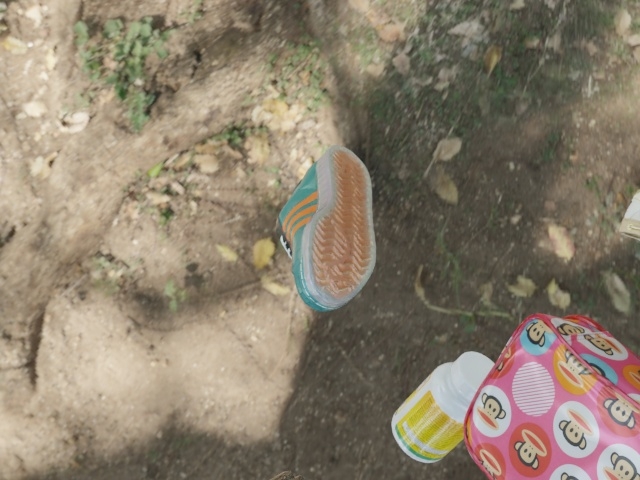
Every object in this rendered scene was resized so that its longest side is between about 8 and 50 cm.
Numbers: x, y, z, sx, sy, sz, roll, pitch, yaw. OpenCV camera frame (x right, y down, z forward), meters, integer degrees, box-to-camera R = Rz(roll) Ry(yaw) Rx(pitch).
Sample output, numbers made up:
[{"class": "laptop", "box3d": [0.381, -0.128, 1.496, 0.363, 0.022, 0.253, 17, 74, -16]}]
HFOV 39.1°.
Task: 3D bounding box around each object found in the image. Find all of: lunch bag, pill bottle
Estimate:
[{"class": "lunch bag", "box3d": [0.303, 0.255, 1.051, 0.293, 0.120, 0.258, 48, 122, 42]}, {"class": "pill bottle", "box3d": [0.219, 0.283, 1.544, 0.117, 0.117, 0.208, 33, 130, -2]}]

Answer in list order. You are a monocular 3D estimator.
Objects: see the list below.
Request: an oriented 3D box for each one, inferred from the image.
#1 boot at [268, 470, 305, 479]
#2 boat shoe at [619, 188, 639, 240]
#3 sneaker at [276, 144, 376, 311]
[{"class": "boot", "box3d": [-0.029, 0.422, 1.334, 0.077, 0.198, 0.137, -27, 87, -3]}, {"class": "boat shoe", "box3d": [0.375, 0.010, 0.906, 0.063, 0.170, 0.059, 23, 103, -41]}, {"class": "sneaker", "box3d": [0.000, 0.000, 1.218, 0.108, 0.302, 0.121, 35, 125, -19]}]
